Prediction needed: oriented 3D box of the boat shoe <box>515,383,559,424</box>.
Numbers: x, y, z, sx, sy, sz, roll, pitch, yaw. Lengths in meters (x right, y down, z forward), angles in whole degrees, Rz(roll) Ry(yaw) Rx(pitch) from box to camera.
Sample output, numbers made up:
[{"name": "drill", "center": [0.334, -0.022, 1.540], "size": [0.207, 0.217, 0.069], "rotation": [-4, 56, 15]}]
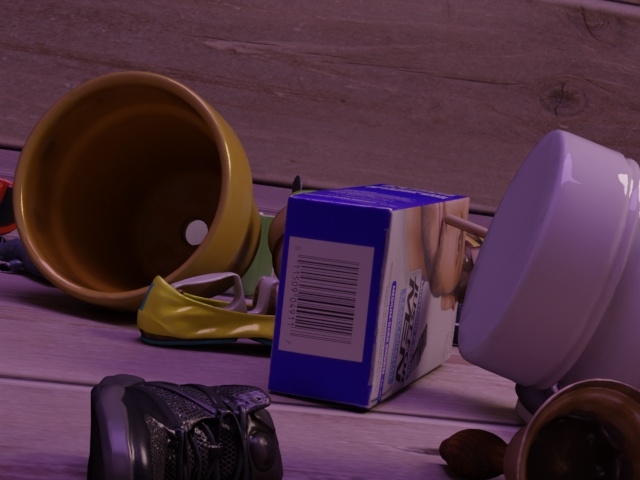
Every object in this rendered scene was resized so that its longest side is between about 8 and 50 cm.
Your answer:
[{"name": "boat shoe", "center": [0.247, 0.142, 1.434], "size": [0.112, 0.095, 0.335], "rotation": [8, 6, -11]}]

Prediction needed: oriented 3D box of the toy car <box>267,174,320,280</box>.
[{"name": "toy car", "center": [0.000, 0.000, 1.903], "size": [0.149, 0.155, 0.188], "rotation": [-2, 19, -18]}]

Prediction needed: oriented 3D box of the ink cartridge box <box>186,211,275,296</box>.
[{"name": "ink cartridge box", "center": [-0.133, 0.007, 2.037], "size": [0.209, 0.109, 0.062], "rotation": [7, 7, -21]}]

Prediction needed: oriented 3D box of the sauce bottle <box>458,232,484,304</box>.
[{"name": "sauce bottle", "center": [0.201, 0.043, 2.212], "size": [0.344, 0.111, 0.111], "rotation": [5, 8, -38]}]

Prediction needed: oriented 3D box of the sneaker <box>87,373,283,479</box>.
[{"name": "sneaker", "center": [-0.087, 0.133, 1.058], "size": [0.130, 0.087, 0.227], "rotation": [3, 1, -3]}]

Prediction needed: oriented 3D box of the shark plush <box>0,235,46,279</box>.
[{"name": "shark plush", "center": [-0.352, 0.014, 1.928], "size": [0.161, 0.073, 0.067], "rotation": [17, 39, 26]}]

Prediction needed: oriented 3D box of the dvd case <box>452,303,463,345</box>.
[{"name": "dvd case", "center": [0.087, 0.089, 2.000], "size": [0.238, 0.030, 0.179], "rotation": [9, 7, 0]}]

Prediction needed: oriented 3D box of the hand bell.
[{"name": "hand bell", "center": [0.144, 0.162, 1.206], "size": [0.126, 0.126, 0.242], "rotation": [7, -6, -21]}]

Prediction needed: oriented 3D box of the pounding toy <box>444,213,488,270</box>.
[{"name": "pounding toy", "center": [0.192, 0.029, 1.572], "size": [0.130, 0.100, 0.141], "rotation": [-9, 14, 3]}]

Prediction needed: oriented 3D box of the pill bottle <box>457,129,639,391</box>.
[{"name": "pill bottle", "center": [0.319, 0.073, 1.240], "size": [0.392, 0.224, 0.224], "rotation": [21, 5, -6]}]

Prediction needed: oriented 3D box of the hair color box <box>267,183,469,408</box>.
[{"name": "hair color box", "center": [0.056, 0.045, 1.619], "size": [0.110, 0.185, 0.339], "rotation": [8, 6, 15]}]

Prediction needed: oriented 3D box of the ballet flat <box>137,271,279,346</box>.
[{"name": "ballet flat", "center": [-0.076, 0.073, 1.672], "size": [0.231, 0.077, 0.077], "rotation": [6, 6, -29]}]

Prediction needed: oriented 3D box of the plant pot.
[{"name": "plant pot", "center": [-0.177, -0.033, 1.826], "size": [0.254, 0.254, 0.239], "rotation": [12, -9, 20]}]

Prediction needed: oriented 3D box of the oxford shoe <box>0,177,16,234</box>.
[{"name": "oxford shoe", "center": [-0.523, -0.046, 2.135], "size": [0.271, 0.097, 0.098], "rotation": [12, -15, -14]}]
